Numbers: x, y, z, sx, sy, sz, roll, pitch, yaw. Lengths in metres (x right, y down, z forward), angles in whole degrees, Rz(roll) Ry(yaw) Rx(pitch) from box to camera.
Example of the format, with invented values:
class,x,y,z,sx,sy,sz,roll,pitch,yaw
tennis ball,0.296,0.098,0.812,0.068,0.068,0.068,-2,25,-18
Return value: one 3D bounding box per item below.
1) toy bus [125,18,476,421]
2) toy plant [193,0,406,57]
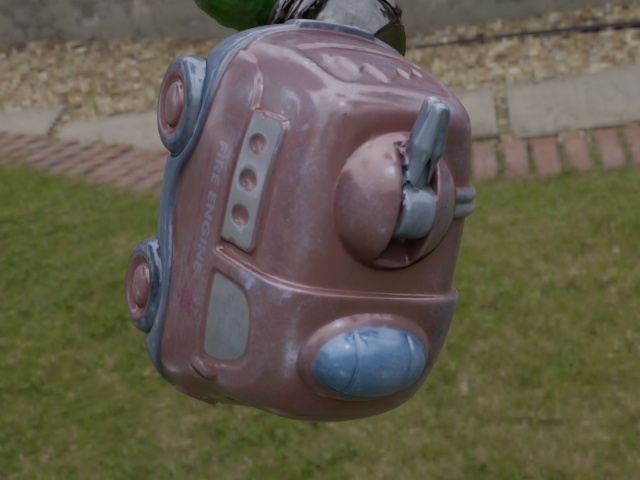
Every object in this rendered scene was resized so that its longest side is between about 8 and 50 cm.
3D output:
class,x,y,z,sx,sy,sz,roll,pitch,yaw
toy bus,0.000,0.000,0.850,0.197,0.294,0.232,6,14,-29
toy plant,-0.031,-0.245,1.378,0.235,0.218,0.175,29,84,22
